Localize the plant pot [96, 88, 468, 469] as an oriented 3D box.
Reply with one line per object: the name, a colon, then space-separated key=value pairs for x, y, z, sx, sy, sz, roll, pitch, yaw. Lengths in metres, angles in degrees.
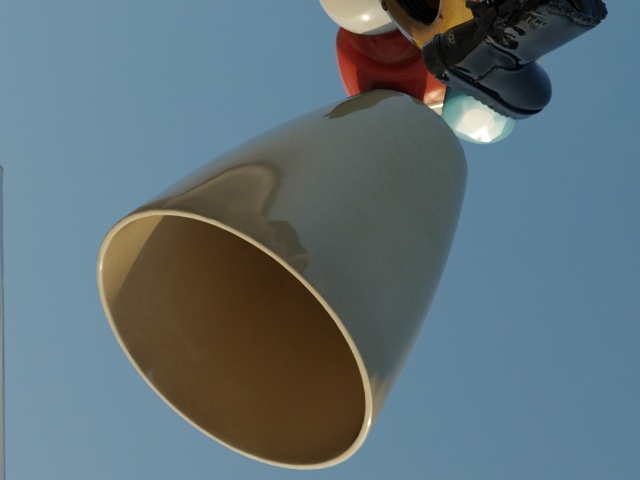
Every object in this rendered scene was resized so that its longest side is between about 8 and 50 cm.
plant pot: x=0.000 y=0.000 z=1.510 sx=0.256 sy=0.256 sz=0.274 roll=-28 pitch=-163 yaw=50

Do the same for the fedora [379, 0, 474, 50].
fedora: x=0.084 y=-0.224 z=1.284 sx=0.194 sy=0.079 sz=0.194 roll=54 pitch=-22 yaw=35

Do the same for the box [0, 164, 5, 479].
box: x=-0.137 y=0.046 z=0.427 sx=0.145 sy=0.038 sz=0.186 roll=23 pitch=-54 yaw=27

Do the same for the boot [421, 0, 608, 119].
boot: x=0.132 y=-0.122 z=1.132 sx=0.099 sy=0.121 sz=0.045 roll=-31 pitch=-121 yaw=35

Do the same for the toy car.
toy car: x=0.083 y=-0.235 z=1.760 sx=0.210 sy=0.238 sz=0.219 roll=-11 pitch=-137 yaw=26
